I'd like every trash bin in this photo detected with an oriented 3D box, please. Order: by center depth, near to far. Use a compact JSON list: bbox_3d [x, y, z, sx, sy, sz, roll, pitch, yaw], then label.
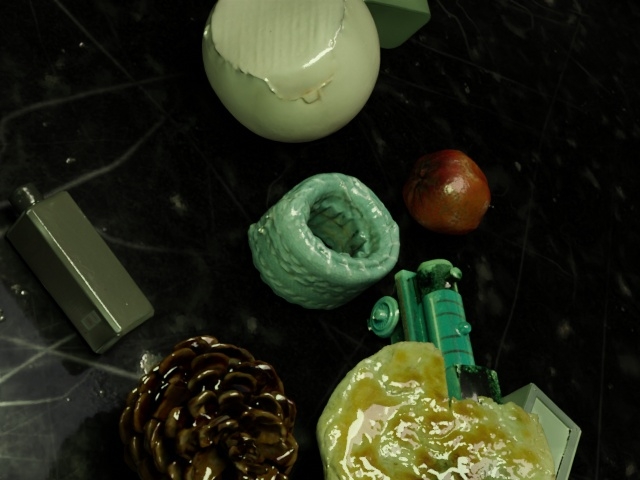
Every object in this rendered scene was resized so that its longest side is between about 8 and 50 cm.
[{"bbox_3d":[0.076,-0.577,2.098,0.223,0.158,0.343,3,62,-39],"label":"trash bin"}]

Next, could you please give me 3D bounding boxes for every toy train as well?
[{"bbox_3d":[0.181,0.176,1.659,0.120,0.194,0.298,14,54,-32],"label":"toy train"}]

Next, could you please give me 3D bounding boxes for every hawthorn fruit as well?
[{"bbox_3d":[0.247,-0.082,1.918,0.194,0.157,0.157,19,52,-39],"label":"hawthorn fruit"}]

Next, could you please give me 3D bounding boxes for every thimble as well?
[{"bbox_3d":[0.000,0.000,1.660,0.235,0.143,0.198,16,53,-33],"label":"thimble"}]

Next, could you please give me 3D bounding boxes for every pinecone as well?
[{"bbox_3d":[-0.132,0.235,1.308,0.224,0.272,0.224,1,87,-26],"label":"pinecone"}]

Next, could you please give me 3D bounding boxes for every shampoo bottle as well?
[{"bbox_3d":[-0.332,0.030,1.405,0.246,0.080,0.079,53,41,1],"label":"shampoo bottle"}]

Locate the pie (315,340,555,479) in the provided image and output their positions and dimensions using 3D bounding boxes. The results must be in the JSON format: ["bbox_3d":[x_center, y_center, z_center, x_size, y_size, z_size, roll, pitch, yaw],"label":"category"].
[{"bbox_3d":[0.155,0.292,1.423,0.338,0.075,0.337,5,55,-7],"label":"pie"}]

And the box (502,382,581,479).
[{"bbox_3d":[0.345,0.368,1.748,0.129,0.086,0.225,43,43,-9],"label":"box"}]

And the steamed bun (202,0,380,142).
[{"bbox_3d":[-0.039,-0.293,1.747,0.309,0.309,0.309,21,51,-29],"label":"steamed bun"}]
